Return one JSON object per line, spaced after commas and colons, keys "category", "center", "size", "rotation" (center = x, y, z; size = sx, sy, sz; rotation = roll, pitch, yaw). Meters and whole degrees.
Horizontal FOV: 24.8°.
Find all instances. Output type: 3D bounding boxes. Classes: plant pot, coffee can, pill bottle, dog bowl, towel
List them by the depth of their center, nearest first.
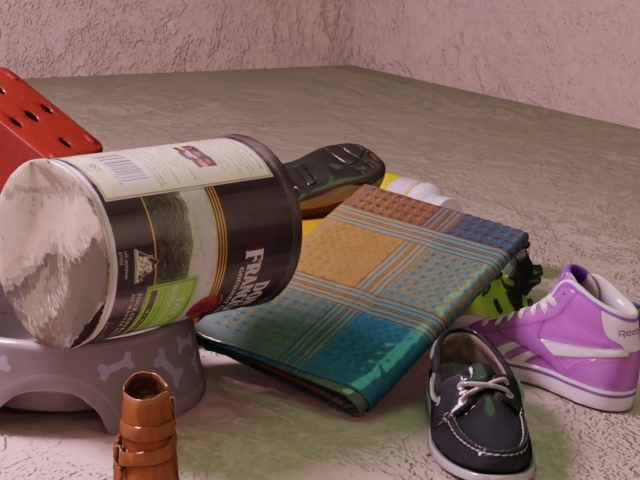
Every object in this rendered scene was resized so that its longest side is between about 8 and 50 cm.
{"category": "coffee can", "center": [-0.186, -0.004, 1.595], "size": [0.201, 0.201, 0.275], "rotation": [17, 20, 42]}
{"category": "dog bowl", "center": [-0.305, 0.119, 1.694], "size": [0.349, 0.102, 0.349], "rotation": [3, 14, -1]}
{"category": "towel", "center": [0.054, 0.062, 1.820], "size": [0.271, 0.040, 0.370], "rotation": [19, 44, 34]}
{"category": "plant pot", "center": [-0.446, -0.079, 1.943], "size": [0.267, 0.236, 0.267], "rotation": [39, 16, -1]}
{"category": "pill bottle", "center": [0.150, -0.055, 2.484], "size": [0.103, 0.103, 0.184], "rotation": [-9, 20, -42]}

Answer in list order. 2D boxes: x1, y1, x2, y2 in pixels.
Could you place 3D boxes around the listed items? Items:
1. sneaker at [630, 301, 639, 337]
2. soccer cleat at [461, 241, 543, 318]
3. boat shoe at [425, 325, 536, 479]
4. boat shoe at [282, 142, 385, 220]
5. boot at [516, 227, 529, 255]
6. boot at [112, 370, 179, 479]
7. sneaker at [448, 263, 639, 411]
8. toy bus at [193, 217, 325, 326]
{"category": "sneaker", "center": [0.357, 0.124, 1.952], "size": [0.188, 0.067, 0.078], "rotation": [-11, 0, -41]}
{"category": "soccer cleat", "center": [0.236, 0.080, 2.067], "size": [0.121, 0.093, 0.289], "rotation": [-24, 8, 24]}
{"category": "boat shoe", "center": [0.169, 0.177, 1.605], "size": [0.114, 0.091, 0.302], "rotation": [1, 14, -10]}
{"category": "boat shoe", "center": [-0.057, -0.041, 2.080], "size": [0.324, 0.120, 0.122], "rotation": [-12, 41, -18]}
{"category": "boot", "center": [0.246, 0.007, 2.251], "size": [0.165, 0.077, 0.213], "rotation": [4, -8, -10]}
{"category": "boot", "center": [-0.149, 0.210, 1.268], "size": [0.073, 0.152, 0.197], "rotation": [-1, 15, -19]}
{"category": "sneaker", "center": [0.279, 0.097, 1.818], "size": [0.282, 0.161, 0.102], "rotation": [14, 19, 40]}
{"category": "toy bus", "center": [-0.069, 0.049, 1.967], "size": [0.332, 0.130, 0.108], "rotation": [-6, 17, -34]}
